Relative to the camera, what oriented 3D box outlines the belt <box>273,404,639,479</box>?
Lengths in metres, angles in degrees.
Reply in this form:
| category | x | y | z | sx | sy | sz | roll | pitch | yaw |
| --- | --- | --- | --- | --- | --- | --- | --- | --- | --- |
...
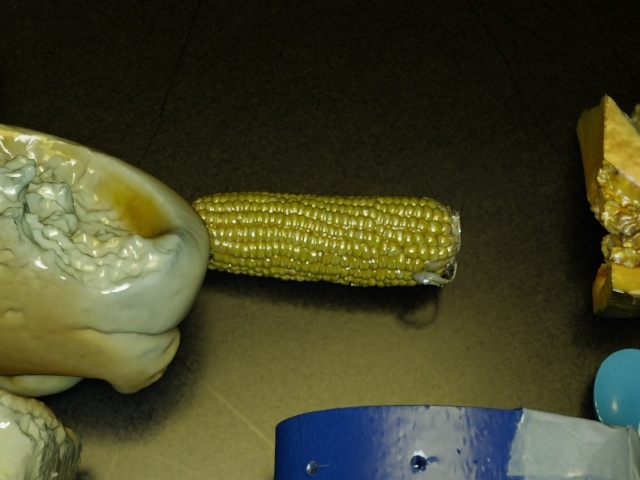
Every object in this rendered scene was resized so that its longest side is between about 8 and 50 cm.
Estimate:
| category | x | y | z | sx | sy | sz | roll | pitch | yaw |
| --- | --- | --- | --- | --- | --- | --- | --- | --- | --- |
| belt | 0.129 | 0.228 | 1.245 | 0.347 | 0.212 | 0.117 | 6 | 66 | -9 |

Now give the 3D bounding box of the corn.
| category | x | y | z | sx | sy | sz | roll | pitch | yaw |
| --- | --- | --- | --- | --- | --- | --- | --- | --- | --- |
| corn | 0.000 | 0.000 | 1.398 | 0.293 | 0.106 | 0.106 | 2 | 67 | 1 |

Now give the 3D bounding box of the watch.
| category | x | y | z | sx | sy | sz | roll | pitch | yaw |
| --- | --- | --- | --- | --- | --- | --- | --- | --- | --- |
| watch | 0.377 | 0.167 | 1.301 | 0.211 | 0.193 | 0.211 | 1 | 65 | -3 |

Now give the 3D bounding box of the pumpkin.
| category | x | y | z | sx | sy | sz | roll | pitch | yaw |
| --- | --- | --- | --- | --- | --- | --- | --- | --- | --- |
| pumpkin | 0.344 | -0.036 | 1.423 | 0.126 | 0.131 | 0.248 | -3 | 72 | 4 |

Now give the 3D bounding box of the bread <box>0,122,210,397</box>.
| category | x | y | z | sx | sy | sz | roll | pitch | yaw |
| --- | --- | --- | --- | --- | --- | --- | --- | --- | --- |
| bread | -0.319 | 0.024 | 1.240 | 0.424 | 0.329 | 0.245 | 9 | 99 | -15 |

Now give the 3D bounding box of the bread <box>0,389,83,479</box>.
| category | x | y | z | sx | sy | sz | roll | pitch | yaw |
| --- | --- | --- | --- | --- | --- | --- | --- | --- | --- |
| bread | -0.401 | 0.237 | 1.091 | 0.371 | 0.390 | 0.279 | 9 | 76 | 0 |
